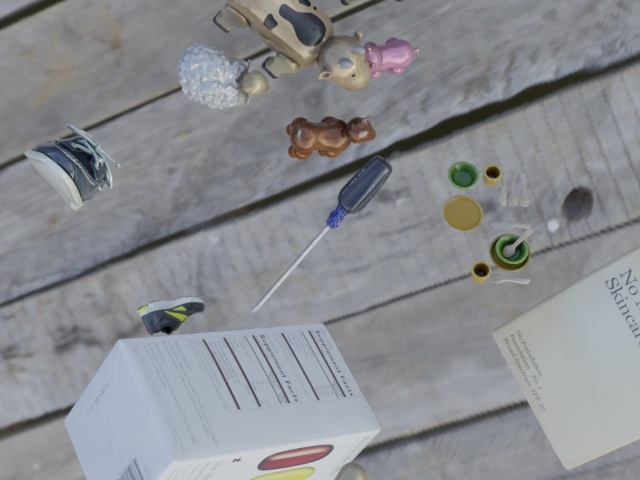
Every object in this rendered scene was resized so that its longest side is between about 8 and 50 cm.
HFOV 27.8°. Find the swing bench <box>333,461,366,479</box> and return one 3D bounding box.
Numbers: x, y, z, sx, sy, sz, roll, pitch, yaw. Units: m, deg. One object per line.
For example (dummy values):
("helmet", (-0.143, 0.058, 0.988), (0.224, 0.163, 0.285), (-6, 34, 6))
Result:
("swing bench", (0.016, 0.311, 0.779), (0.253, 0.165, 0.254), (32, 106, 36))

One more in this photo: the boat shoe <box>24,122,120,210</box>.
("boat shoe", (-0.295, -0.089, 1.575), (0.079, 0.254, 0.095), (-42, 88, -7))

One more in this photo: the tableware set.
("tableware set", (0.193, -0.022, 1.498), (0.104, 0.024, 0.154), (3, 65, -1))

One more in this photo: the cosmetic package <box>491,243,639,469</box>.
("cosmetic package", (0.322, 0.078, 1.181), (0.309, 0.113, 0.160), (-39, 75, 46))

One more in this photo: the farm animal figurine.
("farm animal figurine", (0.004, -0.288, 1.770), (0.327, 0.172, 0.330), (25, 78, -19))

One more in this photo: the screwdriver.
("screwdriver", (0.000, 0.000, 1.045), (0.170, 0.024, 0.025), (-52, 57, 12))

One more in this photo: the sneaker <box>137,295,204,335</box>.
("sneaker", (-0.152, 0.079, 1.321), (0.031, 0.083, 0.035), (-22, 79, 43))

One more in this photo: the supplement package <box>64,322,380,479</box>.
("supplement package", (-0.091, 0.176, 1.229), (0.139, 0.244, 0.134), (-53, 53, 37))
